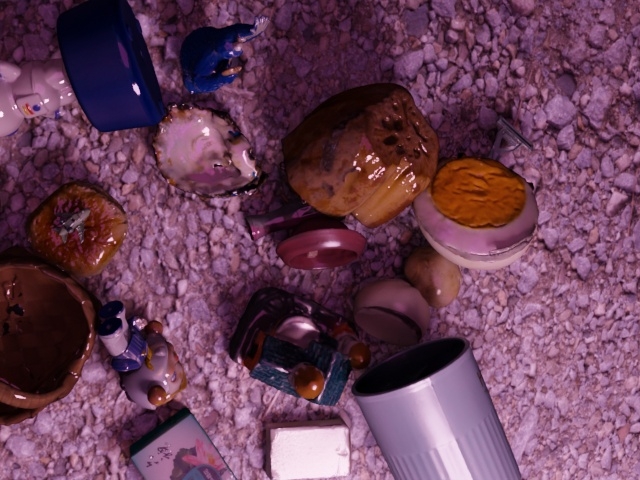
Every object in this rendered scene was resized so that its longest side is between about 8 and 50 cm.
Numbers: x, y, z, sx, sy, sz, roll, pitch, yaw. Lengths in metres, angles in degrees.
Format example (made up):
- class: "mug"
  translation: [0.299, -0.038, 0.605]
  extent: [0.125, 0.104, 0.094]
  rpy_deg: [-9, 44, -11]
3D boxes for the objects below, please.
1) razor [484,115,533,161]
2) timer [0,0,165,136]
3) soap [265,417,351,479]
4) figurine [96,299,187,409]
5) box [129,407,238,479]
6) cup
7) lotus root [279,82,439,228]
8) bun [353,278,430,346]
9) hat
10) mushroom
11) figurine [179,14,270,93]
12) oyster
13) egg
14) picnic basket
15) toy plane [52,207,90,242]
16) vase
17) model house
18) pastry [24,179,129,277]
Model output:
- class: "razor"
  translation: [0.380, -0.155, 1.920]
  extent: [0.111, 0.056, 0.278]
  rpy_deg: [40, 86, -9]
- class: "timer"
  translation: [-0.528, -0.311, 1.595]
  extent: [0.383, 0.270, 0.270]
  rpy_deg: [-16, 92, -1]
- class: "soap"
  translation: [-0.026, 0.458, 1.775]
  extent: [0.183, 0.064, 0.122]
  rpy_deg: [0, 89, -15]
- class: "figurine"
  translation: [-0.359, 0.240, 1.601]
  extent: [0.133, 0.274, 0.194]
  rpy_deg: [-21, 67, 5]
- class: "box"
  translation: [-0.270, 0.494, 1.693]
  extent: [0.153, 0.092, 0.245]
  rpy_deg: [-35, 97, -13]
- class: "cup"
  translation: [0.222, 0.399, 1.685]
  extent: [0.256, 0.331, 0.311]
  rpy_deg: [-28, 96, -37]
- class: "lotus root"
  translation: [0.098, -0.172, 1.697]
  extent: [0.316, 0.250, 0.316]
  rpy_deg: [18, 60, -34]
- class: "bun"
  translation: [0.161, 0.145, 1.786]
  extent: [0.172, 0.173, 0.120]
  rpy_deg: [30, 61, -12]
- class: "hat"
  translation: [0.000, 0.000, 1.735]
  extent: [0.205, 0.205, 0.089]
  rpy_deg: [-2, 71, -15]
- class: "mushroom"
  translation: [0.256, 0.081, 1.840]
  extent: [0.148, 0.112, 0.148]
  rpy_deg: [19, 61, -39]
- class: "figurine"
  translation: [-0.220, -0.385, 1.660]
  extent: [0.120, 0.262, 0.164]
  rpy_deg: [36, 65, -19]
- class: "oyster"
  translation: [-0.231, -0.185, 1.735]
  extent: [0.259, 0.092, 0.198]
  rpy_deg: [17, 84, -5]
- class: "egg"
  translation: [0.335, -0.045, 1.807]
  extent: [0.286, 0.174, 0.264]
  rpy_deg: [37, 66, 19]
- class: "picnic basket"
  translation: [-0.579, 0.198, 1.476]
  extent: [0.293, 0.337, 0.337]
  rpy_deg: [37, 79, -10]
- class: "toy plane"
  translation: [-0.484, -0.035, 1.587]
  extent: [0.083, 0.033, 0.080]
  rpy_deg: [-44, 78, -6]
- class: "vase"
  translation: [-0.056, -0.057, 1.780]
  extent: [0.214, 0.086, 0.086]
  rpy_deg: [-18, 93, -11]
- class: "model house"
  translation: [-0.025, 0.231, 1.672]
  extent: [0.271, 0.301, 0.190]
  rpy_deg: [26, 89, -13]
- class: "pastry"
  translation: [-0.495, -0.024, 1.649]
  extent: [0.182, 0.093, 0.192]
  rpy_deg: [36, 87, -6]
